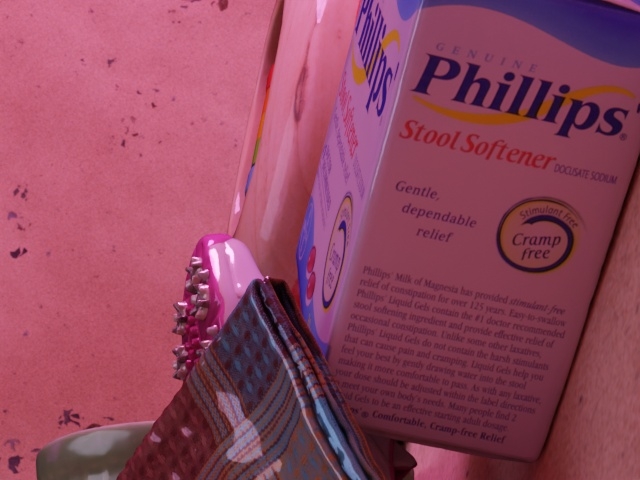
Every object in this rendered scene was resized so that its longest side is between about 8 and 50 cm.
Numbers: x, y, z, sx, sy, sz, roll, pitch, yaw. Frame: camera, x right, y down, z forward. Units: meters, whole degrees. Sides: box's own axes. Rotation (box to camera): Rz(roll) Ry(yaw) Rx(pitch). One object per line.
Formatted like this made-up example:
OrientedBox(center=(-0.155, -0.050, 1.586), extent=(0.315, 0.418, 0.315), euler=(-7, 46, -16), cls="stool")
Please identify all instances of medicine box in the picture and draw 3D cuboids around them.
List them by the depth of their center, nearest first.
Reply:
OrientedBox(center=(0.090, -0.053, 1.032), extent=(0.263, 0.149, 0.289), euler=(-98, 20, -69), cls="medicine box")

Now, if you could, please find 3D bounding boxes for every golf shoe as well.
OrientedBox(center=(-0.017, 0.127, 1.101), extent=(0.115, 0.140, 0.306), euler=(116, 145, -50), cls="golf shoe")

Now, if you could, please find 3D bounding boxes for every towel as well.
OrientedBox(center=(-0.020, 0.243, 0.930), extent=(0.271, 0.040, 0.370), euler=(-54, 50, 36), cls="towel")

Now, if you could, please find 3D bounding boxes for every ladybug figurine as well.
OrientedBox(center=(0.008, -0.096, 1.647), extent=(0.305, 0.162, 0.449), euler=(131, 151, -73), cls="ladybug figurine")

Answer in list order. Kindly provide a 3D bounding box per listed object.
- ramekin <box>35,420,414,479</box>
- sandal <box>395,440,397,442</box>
OrientedBox(center=(-0.078, 0.250, 1.266), extent=(0.303, 0.303, 0.148), euler=(120, 154, -67), cls="ramekin")
OrientedBox(center=(0.008, 0.201, 1.466), extent=(0.120, 0.086, 0.303), euler=(-86, 11, -46), cls="sandal")
